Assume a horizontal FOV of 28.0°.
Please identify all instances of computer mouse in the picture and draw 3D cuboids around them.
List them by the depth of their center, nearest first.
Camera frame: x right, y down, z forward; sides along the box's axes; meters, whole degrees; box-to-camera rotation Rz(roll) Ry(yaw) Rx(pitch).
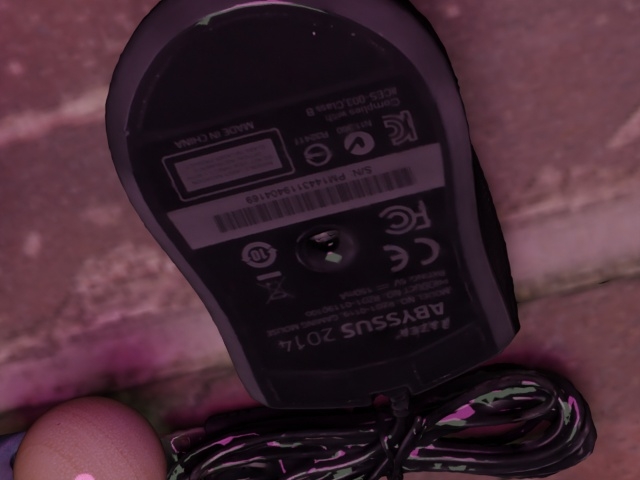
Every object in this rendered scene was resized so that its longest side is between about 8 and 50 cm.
[{"bbox_3d":[0.000,0.000,0.494,0.188,0.072,0.272,-10,132,7],"label":"computer mouse"}]

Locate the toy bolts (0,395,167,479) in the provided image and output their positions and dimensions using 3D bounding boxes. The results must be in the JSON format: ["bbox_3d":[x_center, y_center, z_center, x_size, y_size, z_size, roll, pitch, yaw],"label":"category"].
[{"bbox_3d":[-0.175,0.103,0.487,0.228,0.218,0.158,28,128,-24],"label":"toy bolts"}]
